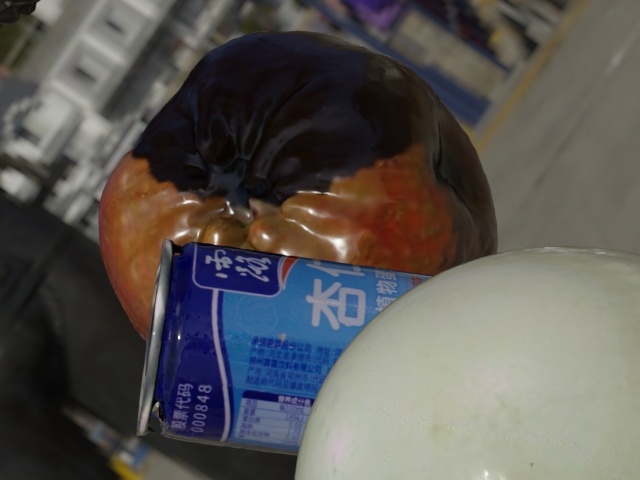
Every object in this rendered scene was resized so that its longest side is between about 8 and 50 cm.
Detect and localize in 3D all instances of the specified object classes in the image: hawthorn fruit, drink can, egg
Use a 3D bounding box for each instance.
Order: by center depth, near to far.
[{"bbox_3d":[0.089,0.079,0.588,0.151,0.209,0.151,-20,64,49],"label":"egg"},{"bbox_3d":[0.037,0.060,0.929,0.097,0.235,0.097,-173,90,-85],"label":"drink can"},{"bbox_3d":[-0.011,-0.003,1.260,0.258,0.258,0.262,-57,-11,-21],"label":"hawthorn fruit"}]

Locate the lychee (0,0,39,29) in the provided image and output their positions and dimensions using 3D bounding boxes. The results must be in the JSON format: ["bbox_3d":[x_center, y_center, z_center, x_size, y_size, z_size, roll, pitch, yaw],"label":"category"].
[{"bbox_3d":[-0.188,-0.227,0.861,0.300,0.300,0.300,-56,4,5],"label":"lychee"}]
